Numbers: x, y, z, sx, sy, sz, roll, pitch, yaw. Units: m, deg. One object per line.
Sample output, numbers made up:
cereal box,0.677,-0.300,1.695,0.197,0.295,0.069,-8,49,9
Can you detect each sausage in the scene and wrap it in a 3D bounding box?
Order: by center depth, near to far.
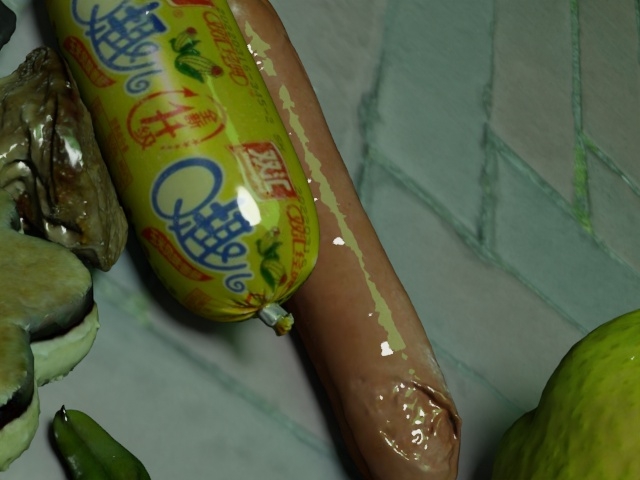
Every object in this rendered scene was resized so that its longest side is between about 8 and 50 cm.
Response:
sausage,-0.097,-0.091,0.754,0.123,0.123,0.347,-9,70,-51
sausage,0.000,0.000,0.826,0.094,0.094,0.419,0,62,-61

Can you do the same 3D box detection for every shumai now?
shumai,-0.176,-0.050,0.682,0.123,0.105,0.139,85,7,-63

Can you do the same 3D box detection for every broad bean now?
broad bean,-0.100,0.184,0.618,0.061,0.046,0.195,4,63,-51

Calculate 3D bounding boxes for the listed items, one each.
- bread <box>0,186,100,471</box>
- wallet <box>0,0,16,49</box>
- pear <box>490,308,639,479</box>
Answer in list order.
bread,-0.200,0.036,0.472,0.207,0.056,0.286,3,27,-14
wallet,-0.354,-0.190,0.592,0.377,0.051,0.197,39,41,-21
pear,0.294,0.226,0.783,0.391,0.391,0.391,29,45,-34
